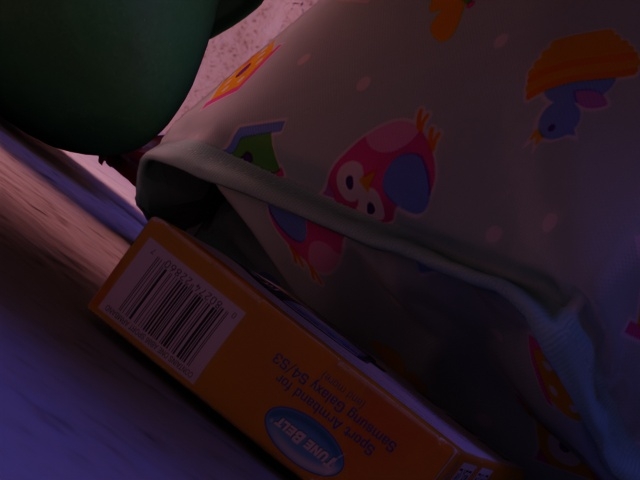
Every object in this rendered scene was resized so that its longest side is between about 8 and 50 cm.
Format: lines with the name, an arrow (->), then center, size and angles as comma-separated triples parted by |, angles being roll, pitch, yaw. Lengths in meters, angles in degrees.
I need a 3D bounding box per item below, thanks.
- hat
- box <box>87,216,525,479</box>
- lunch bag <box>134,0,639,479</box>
hat -> -0.098, -0.040, 0.696 | 0.208, 0.184, 0.173 | -7, -25, 18
box -> 0.004, 0.038, 0.421 | 0.081, 0.028, 0.136 | 37, -2, 16
lunch bag -> 0.081, -0.041, 0.554 | 0.262, 0.223, 0.160 | 24, -23, 54
